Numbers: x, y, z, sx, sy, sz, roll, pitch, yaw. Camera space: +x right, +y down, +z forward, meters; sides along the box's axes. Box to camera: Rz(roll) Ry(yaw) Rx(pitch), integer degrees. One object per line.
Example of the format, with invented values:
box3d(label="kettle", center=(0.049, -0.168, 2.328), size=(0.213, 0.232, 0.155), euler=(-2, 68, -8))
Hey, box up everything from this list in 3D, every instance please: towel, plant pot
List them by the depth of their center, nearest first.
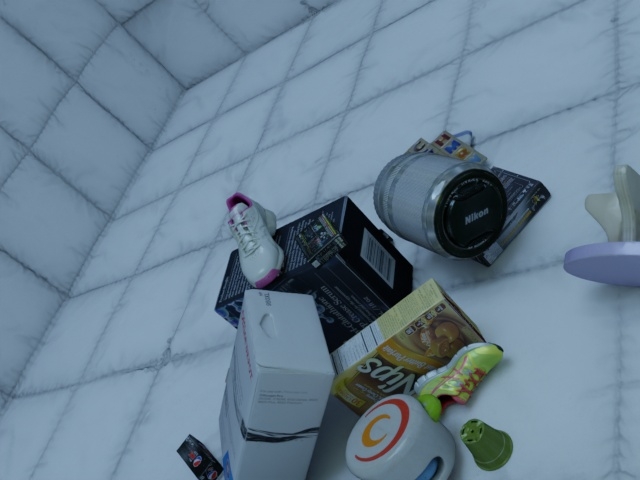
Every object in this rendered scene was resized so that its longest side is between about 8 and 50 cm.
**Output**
box3d(label="plant pot", center=(0.301, 0.373, 1.380), size=(0.083, 0.079, 0.083), euler=(-31, 34, 24))
box3d(label="towel", center=(0.321, -0.179, 2.068), size=(0.209, 0.034, 0.285), euler=(-18, 42, 35))

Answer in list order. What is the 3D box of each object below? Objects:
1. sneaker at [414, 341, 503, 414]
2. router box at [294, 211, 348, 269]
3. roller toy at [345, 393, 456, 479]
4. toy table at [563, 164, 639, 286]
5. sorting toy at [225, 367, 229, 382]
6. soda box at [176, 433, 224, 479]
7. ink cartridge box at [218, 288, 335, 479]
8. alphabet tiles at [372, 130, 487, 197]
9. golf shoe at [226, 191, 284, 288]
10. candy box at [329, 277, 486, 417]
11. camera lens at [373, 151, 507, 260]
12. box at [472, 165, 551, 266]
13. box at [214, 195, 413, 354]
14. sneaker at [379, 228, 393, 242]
box3d(label="sneaker", center=(0.292, 0.287, 1.510), size=(0.208, 0.081, 0.094), euler=(-41, 37, 21))
box3d(label="router box", center=(0.000, 0.000, 1.660), size=(0.092, 0.038, 0.122), euler=(-42, 31, 6))
box3d(label="roller toy", center=(0.157, 0.413, 1.444), size=(0.209, 0.146, 0.191), euler=(-29, 25, 37))
box3d(label="toy table", center=(0.590, -0.016, 1.357), size=(0.274, 0.252, 0.160), euler=(4, 71, 38))
box3d(label="sorting toy", center=(-0.241, 0.385, 2.100), size=(0.062, 0.012, 0.083), euler=(-23, 33, 25))
box3d(label="soda box", center=(-0.311, 0.570, 1.923), size=(0.060, 0.053, 0.169), euler=(-52, 30, -10))
box3d(label="ink cartridge box", center=(-0.109, 0.347, 1.634), size=(0.285, 0.166, 0.394), euler=(-110, 29, -57))
box3d(label="alphabet tiles", center=(0.295, -0.170, 2.047), size=(0.285, 0.011, 0.342), euler=(-43, 34, 3))
box3d(label="golf shoe", center=(-0.170, -0.004, 1.777), size=(0.115, 0.140, 0.306), euler=(-37, 32, 12))
box3d(label="candy box", center=(0.174, 0.245, 1.587), size=(0.316, 0.183, 0.087), euler=(-39, 30, 11))
box3d(label="camera lens", center=(0.275, -0.086, 1.714), size=(0.219, 0.219, 0.274), euler=(-50, 30, -7))
box3d(label="box", center=(0.412, -0.062, 1.791), size=(0.231, 0.056, 0.183), euler=(-49, 29, -4))
box3d(label="box", center=(-0.014, 0.118, 1.864), size=(0.396, 0.293, 0.211), euler=(-25, 35, 32))
box3d(label="sneaker", center=(0.146, 0.024, 1.985), size=(0.073, 0.063, 0.162), euler=(-50, -7, 21))
